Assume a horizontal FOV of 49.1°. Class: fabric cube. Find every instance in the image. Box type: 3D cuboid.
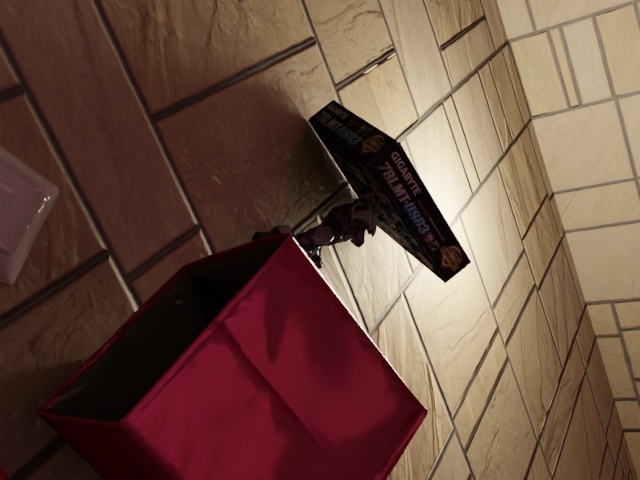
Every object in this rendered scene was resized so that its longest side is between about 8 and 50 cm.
[{"bbox_3d":[-0.093,0.183,0.759,0.258,0.254,0.259,52,55,-16],"label":"fabric cube"}]

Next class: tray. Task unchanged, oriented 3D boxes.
[{"bbox_3d":[-0.406,-0.078,0.748,0.270,0.030,0.145,44,48,-40],"label":"tray"}]

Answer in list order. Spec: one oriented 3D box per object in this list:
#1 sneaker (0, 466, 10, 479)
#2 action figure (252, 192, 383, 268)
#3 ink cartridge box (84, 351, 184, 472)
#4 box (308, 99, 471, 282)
[{"bbox_3d":[-0.359,0.180,0.694,0.279,0.107,0.118,66,27,-23],"label":"sneaker"},{"bbox_3d":[0.000,0.000,1.186,0.285,0.185,0.099,-26,80,-38],"label":"action figure"},{"bbox_3d":[-0.194,0.212,0.889,0.190,0.082,0.140,5,78,-36],"label":"ink cartridge box"},{"bbox_3d":[0.121,-0.095,1.293,0.073,0.295,0.293,-39,121,-2],"label":"box"}]
